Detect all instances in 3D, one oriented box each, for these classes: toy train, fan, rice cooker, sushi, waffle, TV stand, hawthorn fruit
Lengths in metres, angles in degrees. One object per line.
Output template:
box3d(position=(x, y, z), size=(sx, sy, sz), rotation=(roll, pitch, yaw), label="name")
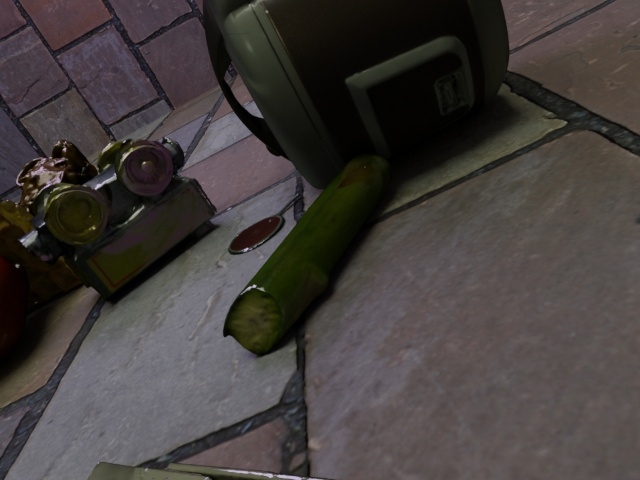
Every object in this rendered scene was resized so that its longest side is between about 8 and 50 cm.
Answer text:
box3d(position=(-0.289, -0.038, 0.855), size=(0.261, 0.177, 0.134), rotation=(-40, 25, -22), label="toy train")
box3d(position=(-0.070, -0.024, 0.786), size=(0.133, 0.005, 0.085), rotation=(-45, 26, -29), label="fan")
box3d(position=(0.028, -0.247, 0.733), size=(0.326, 0.335, 0.335), rotation=(-26, 23, 6), label="rice cooker")
box3d(position=(-0.474, -0.058, 1.085), size=(0.200, 0.204, 0.213), rotation=(5, 46, 47), label="sushi")
box3d(position=(-0.534, 0.036, 0.942), size=(0.219, 0.229, 0.057), rotation=(-28, 41, 10), label="waffle")
box3d(position=(-0.064, 0.163, 0.352), size=(0.249, 0.036, 0.042), rotation=(-11, 31, 37), label="TV stand")
box3d(position=(-0.513, 0.111, 0.804), size=(0.215, 0.215, 0.250), rotation=(-36, 28, -14), label="hawthorn fruit")

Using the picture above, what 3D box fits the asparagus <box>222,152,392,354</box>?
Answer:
box3d(position=(-0.001, -0.001, 0.589), size=(0.067, 0.060, 0.277), rotation=(-1, 35, 32), label="asparagus")
